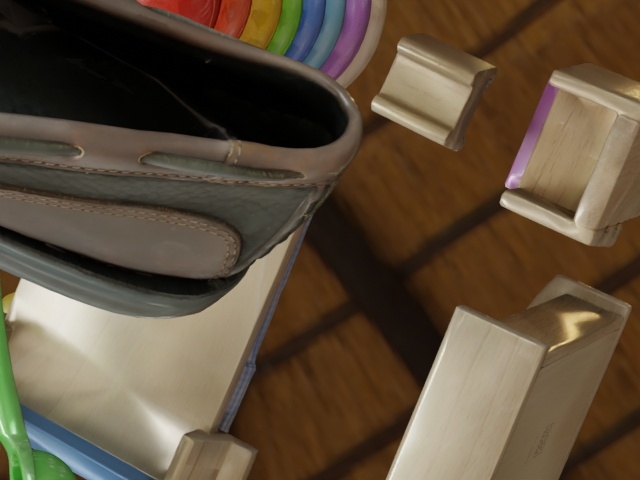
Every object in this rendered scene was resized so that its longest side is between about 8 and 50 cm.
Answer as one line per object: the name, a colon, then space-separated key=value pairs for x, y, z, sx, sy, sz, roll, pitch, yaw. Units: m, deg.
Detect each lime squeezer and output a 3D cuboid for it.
lime squeezer: x=-0.102 y=0.130 z=0.905 sx=0.110 sy=0.310 sz=0.059 roll=-40 pitch=-6 yaw=-5

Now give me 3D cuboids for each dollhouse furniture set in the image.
dollhouse furniture set: x=0.000 y=0.000 z=1.008 sx=0.286 sy=0.303 sz=0.198 roll=-68 pitch=-17 yaw=11

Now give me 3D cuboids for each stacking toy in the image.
stacking toy: x=-0.061 y=-0.138 z=1.045 sx=0.141 sy=0.141 sz=0.330 roll=-39 pitch=-5 yaw=13

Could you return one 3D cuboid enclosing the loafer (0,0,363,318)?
loafer: x=-0.109 y=-0.056 z=0.463 sx=0.267 sy=0.096 sz=0.084 roll=19 pitch=-34 yaw=-34
